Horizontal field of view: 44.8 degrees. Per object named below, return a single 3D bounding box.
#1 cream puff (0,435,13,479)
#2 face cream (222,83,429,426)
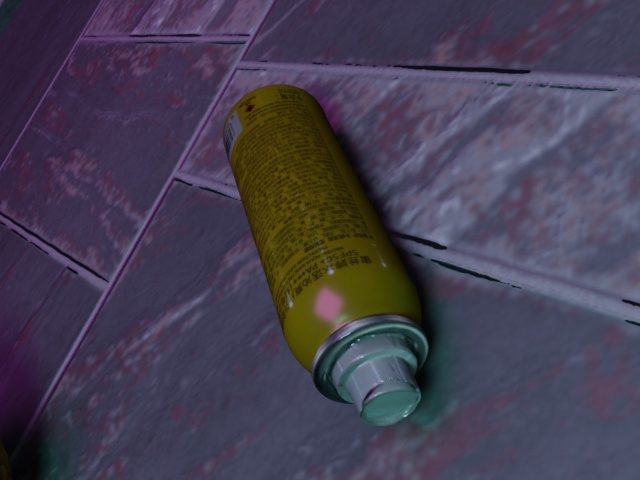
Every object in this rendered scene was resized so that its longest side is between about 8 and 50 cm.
[{"bbox_3d":[-0.447,0.289,0.799,0.327,0.231,0.342,-37,48,30],"label":"cream puff"},{"bbox_3d":[0.000,0.000,0.631,0.105,0.105,0.348,-42,39,17],"label":"face cream"}]
